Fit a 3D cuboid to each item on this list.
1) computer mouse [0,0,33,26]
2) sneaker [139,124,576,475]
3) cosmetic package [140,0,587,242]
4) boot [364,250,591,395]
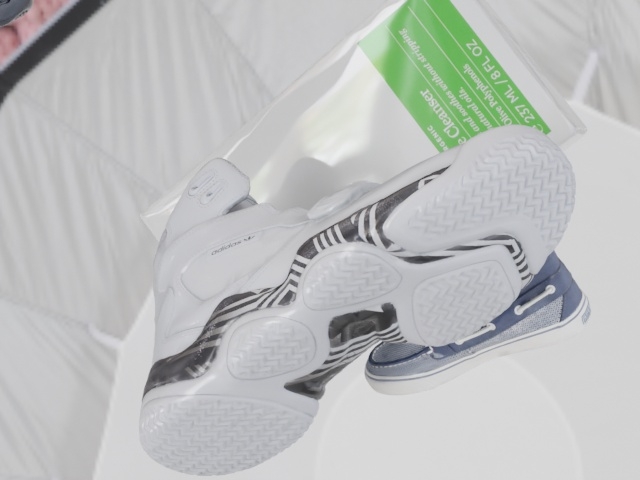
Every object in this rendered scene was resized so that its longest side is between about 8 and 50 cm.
[{"bbox_3d":[-0.403,-0.279,1.247,0.041,0.071,0.242,-9,-156,16],"label":"computer mouse"},{"bbox_3d":[0.000,0.000,0.770,0.366,0.210,0.137,-38,131,20],"label":"sneaker"},{"bbox_3d":[0.040,-0.062,0.976,0.365,0.197,0.155,-40,173,17],"label":"cosmetic package"},{"bbox_3d":[0.104,0.053,0.809,0.190,0.086,0.069,-23,-153,21],"label":"boot"}]
